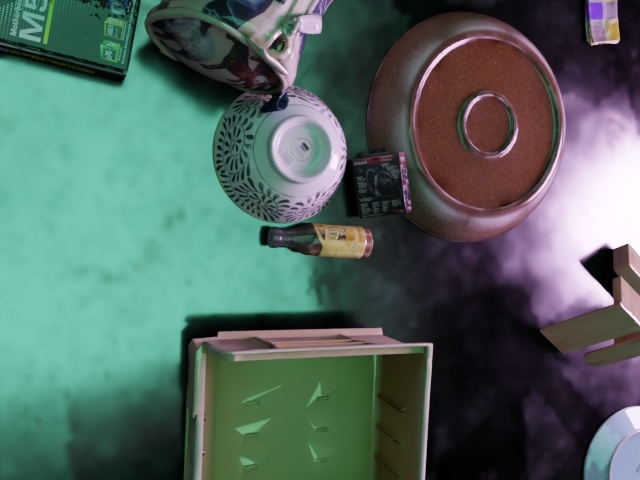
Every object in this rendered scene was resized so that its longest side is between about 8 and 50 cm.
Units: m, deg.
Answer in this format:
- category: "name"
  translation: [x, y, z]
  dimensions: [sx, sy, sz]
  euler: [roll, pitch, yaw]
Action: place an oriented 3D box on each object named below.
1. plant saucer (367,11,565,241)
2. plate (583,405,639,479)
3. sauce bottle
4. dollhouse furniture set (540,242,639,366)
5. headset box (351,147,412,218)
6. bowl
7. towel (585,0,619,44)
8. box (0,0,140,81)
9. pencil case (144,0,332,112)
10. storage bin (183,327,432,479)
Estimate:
- category: "plant saucer"
  translation: [0.212, -0.152, 0.832]
  dimensions: [0.310, 0.050, 0.311]
  euler: [-1, 93, -21]
- category: "plate"
  translation: [0.493, 0.355, 0.979]
  dimensions: [0.188, 0.024, 0.188]
  euler: [-1, 92, -20]
- category: "sauce bottle"
  translation: [0.000, 0.000, 0.763]
  dimensions: [0.128, 0.042, 0.042]
  euler: [3, 92, -22]
- category: "dollhouse furniture set"
  translation: [0.430, 0.104, 0.939]
  dimensions: [0.144, 0.123, 0.151]
  euler: [42, 44, -18]
- category: "headset box"
  translation: [0.076, -0.072, 0.776]
  dimensions: [0.062, 0.032, 0.083]
  euler: [-6, 96, 22]
- category: "bowl"
  translation: [-0.034, -0.104, 0.725]
  dimensions: [0.170, 0.080, 0.170]
  euler: [-1, 93, -20]
- category: "towel"
  translation: [0.413, -0.329, 0.916]
  dimensions: [0.060, 0.009, 0.083]
  euler: [-7, 96, -19]
- category: "box"
  translation: [-0.277, -0.280, 0.643]
  dimensions: [0.184, 0.045, 0.191]
  euler: [11, 89, -23]
- category: "pencil case"
  translation: [-0.009, -0.346, 0.666]
  dimensions: [0.410, 0.183, 0.160]
  euler: [-61, 150, -9]
- category: "storage bin"
  translation: [-0.020, 0.241, 0.728]
  dimensions: [0.260, 0.123, 0.262]
  euler: [2, 93, -21]
